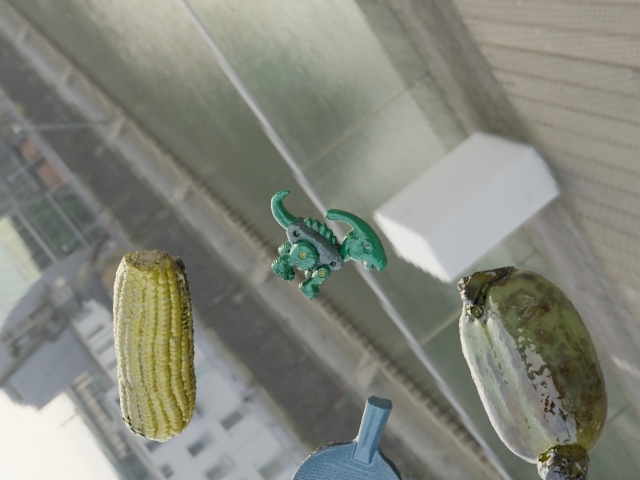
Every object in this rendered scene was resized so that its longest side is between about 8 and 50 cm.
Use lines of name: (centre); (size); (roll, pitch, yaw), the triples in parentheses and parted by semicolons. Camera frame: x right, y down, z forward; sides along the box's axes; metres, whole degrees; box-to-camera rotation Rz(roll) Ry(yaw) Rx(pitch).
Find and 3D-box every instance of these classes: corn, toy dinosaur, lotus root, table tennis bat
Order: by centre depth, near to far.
table tennis bat: (0.027, 0.195, 0.957); (0.100, 0.155, 0.019); (18, -162, 12)
corn: (-0.146, 0.094, 1.059); (0.072, 0.072, 0.203); (44, 143, 43)
toy dinosaur: (0.000, 0.000, 1.210); (0.132, 0.096, 0.059); (42, -156, -11)
lotus root: (0.277, 0.179, 1.559); (0.173, 0.173, 0.309); (75, 176, -68)
